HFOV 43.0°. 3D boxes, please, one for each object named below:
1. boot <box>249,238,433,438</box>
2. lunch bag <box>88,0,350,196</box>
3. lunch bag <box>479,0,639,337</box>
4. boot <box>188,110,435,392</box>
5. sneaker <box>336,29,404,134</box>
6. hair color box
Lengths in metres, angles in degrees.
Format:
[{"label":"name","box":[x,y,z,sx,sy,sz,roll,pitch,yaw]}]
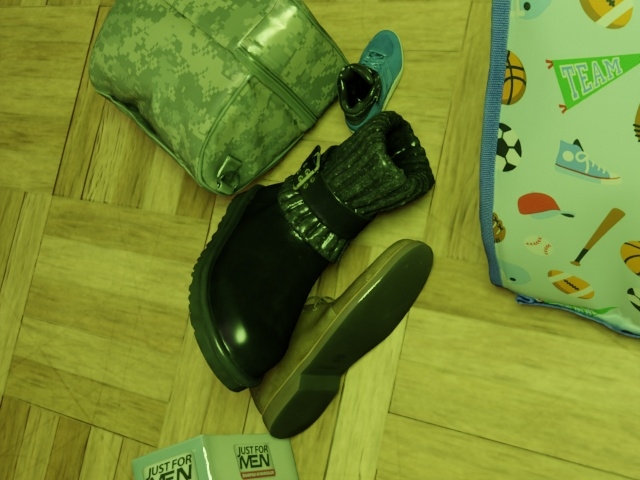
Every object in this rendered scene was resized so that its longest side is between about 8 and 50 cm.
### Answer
[{"label":"boot","box":[0.011,0.098,1.004,0.305,0.112,0.115,-49,51,14]},{"label":"lunch bag","box":[-0.150,-0.232,1.087,0.256,0.212,0.305,-49,61,2]},{"label":"lunch bag","box":[0.332,-0.079,0.768,0.327,0.239,0.386,16,123,29]},{"label":"boot","box":[-0.002,-0.004,0.939,0.260,0.131,0.348,-23,34,24]},{"label":"sneaker","box":[0.064,-0.215,1.036,0.058,0.084,0.152,17,78,19]},{"label":"hair color box","box":[-0.085,0.419,0.935,0.113,0.185,0.375,-23,69,23]}]
